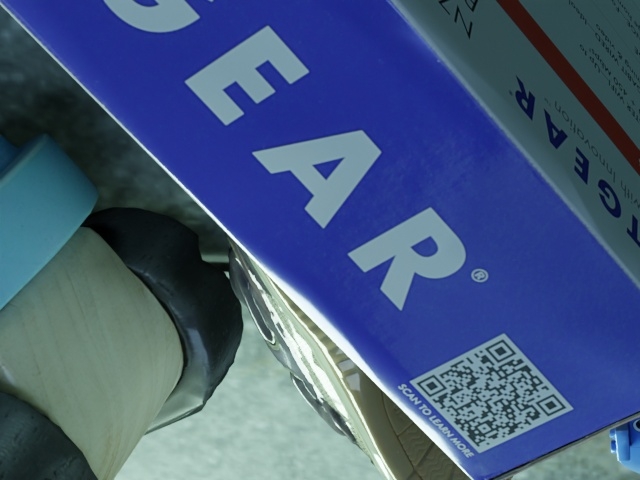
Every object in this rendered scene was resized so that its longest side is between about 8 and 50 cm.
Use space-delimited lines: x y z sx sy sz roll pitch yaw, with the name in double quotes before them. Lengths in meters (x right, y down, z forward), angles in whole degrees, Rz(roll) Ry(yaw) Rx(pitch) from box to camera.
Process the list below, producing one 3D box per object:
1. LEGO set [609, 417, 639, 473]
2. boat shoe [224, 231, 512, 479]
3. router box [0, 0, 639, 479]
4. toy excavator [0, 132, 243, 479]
"LEGO set" 0.123 0.028 0.772 0.093 0.087 0.227 -2 127 13
"boat shoe" 0.000 0.000 0.769 0.092 0.103 0.285 9 133 54
"router box" -0.008 -0.146 0.520 0.082 0.301 0.335 -30 117 29
"toy excavator" -0.326 0.016 0.806 0.433 0.222 0.445 -33 102 32
